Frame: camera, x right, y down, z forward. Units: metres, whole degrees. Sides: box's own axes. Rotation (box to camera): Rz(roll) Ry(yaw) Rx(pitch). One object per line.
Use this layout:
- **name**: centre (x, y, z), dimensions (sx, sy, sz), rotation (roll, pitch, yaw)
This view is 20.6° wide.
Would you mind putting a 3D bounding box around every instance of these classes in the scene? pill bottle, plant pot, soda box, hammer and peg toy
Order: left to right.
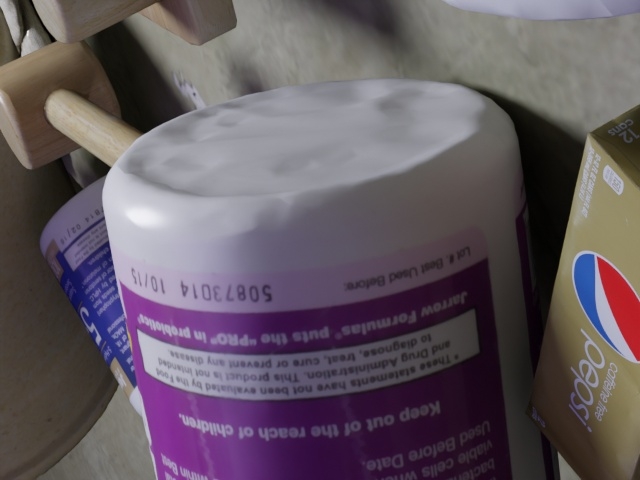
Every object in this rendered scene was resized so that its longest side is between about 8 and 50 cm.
- **plant pot**: centre (-0.301, -0.025, 1.180), dimensions (0.334, 0.334, 0.305), rotation (52, 159, 27)
- **hammer and peg toy**: centre (-0.120, -0.189, 0.831), dimensions (0.266, 0.127, 0.361), rotation (34, 148, 51)
- **pill bottle**: centre (-0.085, 0.051, 1.103), dimensions (0.186, 0.112, 0.112), rotation (57, 161, 15)
- **pill bottle**: centre (0.015, 0.097, 0.736), dimensions (0.169, 0.169, 0.301), rotation (28, 131, 59)
- **soda box**: centre (0.118, 0.023, 0.597), dimensions (0.058, 0.061, 0.181), rotation (51, 159, 28)

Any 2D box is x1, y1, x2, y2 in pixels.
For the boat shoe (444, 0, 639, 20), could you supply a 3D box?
- **boat shoe**: centre (0.045, -0.141, 0.523), dimensions (0.267, 0.096, 0.088), rotation (48, 164, 57)

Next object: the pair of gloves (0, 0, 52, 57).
- **pair of gloves**: centre (-0.256, -0.152, 1.385), dimensions (0.204, 0.042, 0.240), rotation (63, 161, -2)
